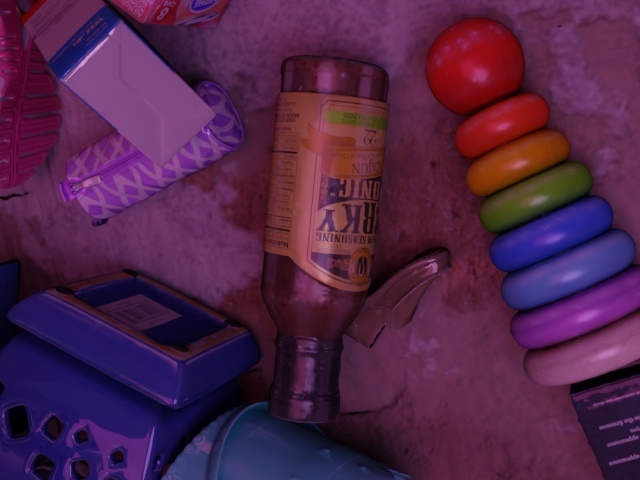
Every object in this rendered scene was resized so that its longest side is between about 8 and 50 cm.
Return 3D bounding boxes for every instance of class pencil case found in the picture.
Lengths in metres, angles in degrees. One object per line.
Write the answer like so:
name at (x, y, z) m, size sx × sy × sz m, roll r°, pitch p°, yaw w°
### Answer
pencil case at (-0.181, -0.094, 0.931) m, size 0.206 × 0.088 × 0.086 m, roll -26°, pitch 82°, yaw 22°

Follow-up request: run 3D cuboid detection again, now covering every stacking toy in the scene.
stacking toy at (0.184, -0.044, 0.783) m, size 0.141 × 0.141 × 0.330 m, roll -27°, pitch 86°, yaw 23°

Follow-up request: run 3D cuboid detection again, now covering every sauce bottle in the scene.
sauce bottle at (0.000, 0.000, 0.846) m, size 0.111 × 0.111 × 0.344 m, roll 6°, pitch 96°, yaw 20°

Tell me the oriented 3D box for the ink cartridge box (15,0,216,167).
ink cartridge box at (-0.208, -0.180, 0.860) m, size 0.078 × 0.134 × 0.231 m, roll -45°, pitch 41°, yaw 2°

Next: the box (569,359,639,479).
box at (0.335, 0.190, 0.778) m, size 0.153 × 0.108 × 0.207 m, roll -22°, pitch 93°, yaw 23°

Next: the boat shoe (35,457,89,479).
boat shoe at (-0.244, 0.388, 1.045) m, size 0.319 × 0.099 × 0.116 m, roll 38°, pitch 111°, yaw 10°

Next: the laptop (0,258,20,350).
laptop at (-0.398, 0.261, 0.893) m, size 0.408 × 0.236 × 0.382 m, roll 31°, pitch 117°, yaw 56°

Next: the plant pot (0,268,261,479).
plant pot at (-0.211, 0.164, 0.921) m, size 0.236 × 0.236 × 0.212 m, roll 26°, pitch 103°, yaw 15°

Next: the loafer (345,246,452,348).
loafer at (0.081, 0.059, 0.881) m, size 0.148 × 0.056 × 0.050 m, roll -40°, pitch 86°, yaw 33°

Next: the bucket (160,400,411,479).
bucket at (-0.047, 0.307, 0.864) m, size 0.183 × 0.281 × 0.281 m, roll 24°, pitch 108°, yaw 24°

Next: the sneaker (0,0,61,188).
sneaker at (-0.369, -0.185, 0.986) m, size 0.111 × 0.103 × 0.252 m, roll 3°, pitch 95°, yaw 25°

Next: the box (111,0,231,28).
box at (-0.213, -0.350, 0.857) m, size 0.300 × 0.154 × 0.142 m, roll 38°, pitch 111°, yaw 9°
